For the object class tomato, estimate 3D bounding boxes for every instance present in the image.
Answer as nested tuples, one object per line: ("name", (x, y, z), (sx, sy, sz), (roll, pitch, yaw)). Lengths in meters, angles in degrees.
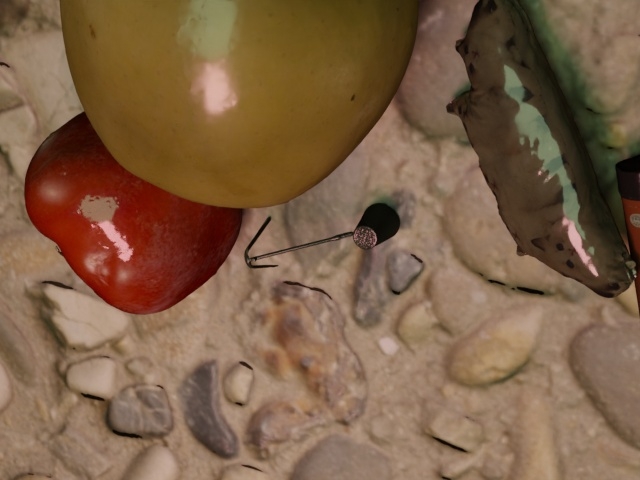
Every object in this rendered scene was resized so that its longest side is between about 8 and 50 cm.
("tomato", (-0.145, -0.027, 0.949), (0.151, 0.187, 0.187), (-20, 103, 7))

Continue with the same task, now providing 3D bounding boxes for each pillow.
("pillow", (0.152, -0.062, 0.869), (0.093, 0.051, 0.241), (-22, 95, 45))

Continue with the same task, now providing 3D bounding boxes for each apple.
("apple", (-0.056, -0.158, 0.817), (0.263, 0.262, 0.262), (8, 114, 20))

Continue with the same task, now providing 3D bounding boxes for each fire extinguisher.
("fire extinguisher", (0.257, 0.024, 0.864), (0.062, 0.050, 0.177), (25, 132, 65))

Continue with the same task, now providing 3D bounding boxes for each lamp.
("lamp", (0.001, 0.000, 0.961), (0.121, 0.054, 0.041), (-10, 107, 25))
